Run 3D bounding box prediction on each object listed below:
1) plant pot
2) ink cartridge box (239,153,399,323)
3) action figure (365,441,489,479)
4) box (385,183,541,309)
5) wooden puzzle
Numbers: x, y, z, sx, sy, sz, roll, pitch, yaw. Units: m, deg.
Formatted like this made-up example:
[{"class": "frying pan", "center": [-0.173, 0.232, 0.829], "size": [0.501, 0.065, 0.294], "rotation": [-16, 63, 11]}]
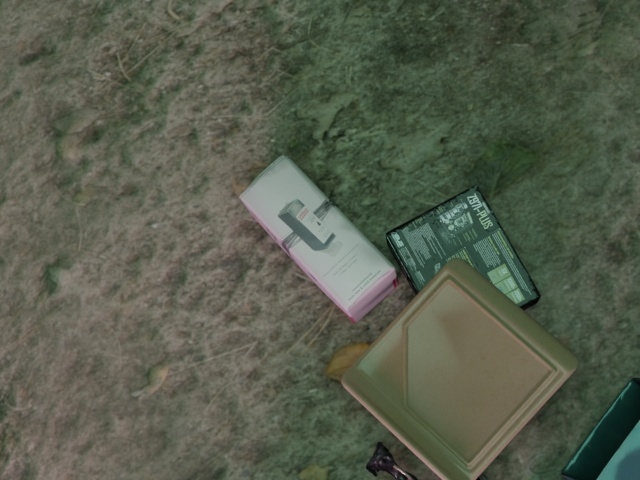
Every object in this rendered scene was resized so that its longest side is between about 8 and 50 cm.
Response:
[{"class": "plant pot", "center": [0.469, 0.316, 1.695], "size": [0.234, 0.166, 0.165], "rotation": [38, 85, 0]}, {"class": "ink cartridge box", "center": [0.000, 0.000, 1.790], "size": [0.092, 0.158, 0.218], "rotation": [-42, 78, -3]}, {"class": "action figure", "center": [0.171, 0.371, 1.719], "size": [0.275, 0.141, 0.164], "rotation": [25, 80, 25]}, {"class": "box", "center": [0.195, 0.038, 1.807], "size": [0.147, 0.077, 0.180], "rotation": [-29, 79, -1]}, {"class": "wooden puzzle", "center": [0.181, 0.173, 1.715], "size": [0.221, 0.044, 0.239], "rotation": [42, 81, 18]}]
